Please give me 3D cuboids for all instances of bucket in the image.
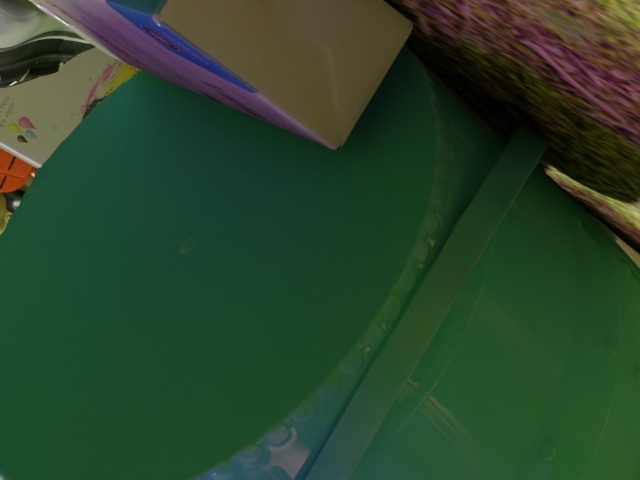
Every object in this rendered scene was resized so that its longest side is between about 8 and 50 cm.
[{"bbox_3d":[-0.004,0.048,0.846,0.281,0.281,0.183,26,167,49],"label":"bucket"}]

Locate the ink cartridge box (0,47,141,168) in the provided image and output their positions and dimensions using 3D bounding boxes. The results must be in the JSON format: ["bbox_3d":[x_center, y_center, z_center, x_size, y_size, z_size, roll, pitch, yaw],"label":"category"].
[{"bbox_3d":[-0.097,-0.072,1.099,0.198,0.115,0.067,28,176,10],"label":"ink cartridge box"}]

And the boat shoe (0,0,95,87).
[{"bbox_3d":[-0.151,-0.104,0.939,0.080,0.076,0.228,47,-165,-2],"label":"boat shoe"}]

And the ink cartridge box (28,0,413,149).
[{"bbox_3d":[-0.061,-0.104,0.790,0.104,0.060,0.180,33,175,-39],"label":"ink cartridge box"}]

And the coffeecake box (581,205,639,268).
[{"bbox_3d":[0.122,0.024,1.070,0.142,0.068,0.185,26,175,45],"label":"coffeecake box"}]

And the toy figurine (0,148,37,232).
[{"bbox_3d":[-0.321,-0.107,1.758,0.210,0.148,0.213,30,-162,3],"label":"toy figurine"}]
